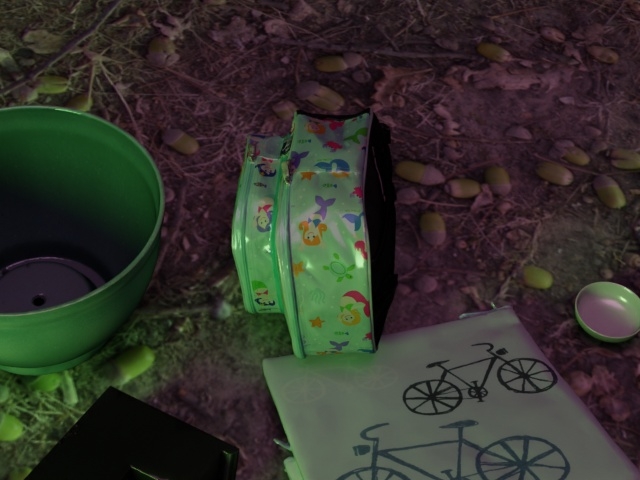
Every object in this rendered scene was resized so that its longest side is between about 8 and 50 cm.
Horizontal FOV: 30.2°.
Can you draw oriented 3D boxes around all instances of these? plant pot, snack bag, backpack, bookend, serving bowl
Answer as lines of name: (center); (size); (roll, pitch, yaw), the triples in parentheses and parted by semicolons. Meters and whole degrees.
plant pot: (-0.312, 0.022, 1.286); (0.293, 0.196, 0.293); (2, 50, -3)
snack bag: (0.114, 0.194, 1.226); (0.323, 0.037, 0.342); (-11, 32, -12)
backpack: (0.000, 0.000, 1.309); (0.191, 0.225, 0.253); (-6, 46, 0)
bookend: (-0.187, 0.244, 1.168); (0.157, 0.072, 0.156); (22, 41, 15)
serving bowl: (0.337, 0.088, 1.389); (0.083, 0.027, 0.083); (2, 50, -2)
